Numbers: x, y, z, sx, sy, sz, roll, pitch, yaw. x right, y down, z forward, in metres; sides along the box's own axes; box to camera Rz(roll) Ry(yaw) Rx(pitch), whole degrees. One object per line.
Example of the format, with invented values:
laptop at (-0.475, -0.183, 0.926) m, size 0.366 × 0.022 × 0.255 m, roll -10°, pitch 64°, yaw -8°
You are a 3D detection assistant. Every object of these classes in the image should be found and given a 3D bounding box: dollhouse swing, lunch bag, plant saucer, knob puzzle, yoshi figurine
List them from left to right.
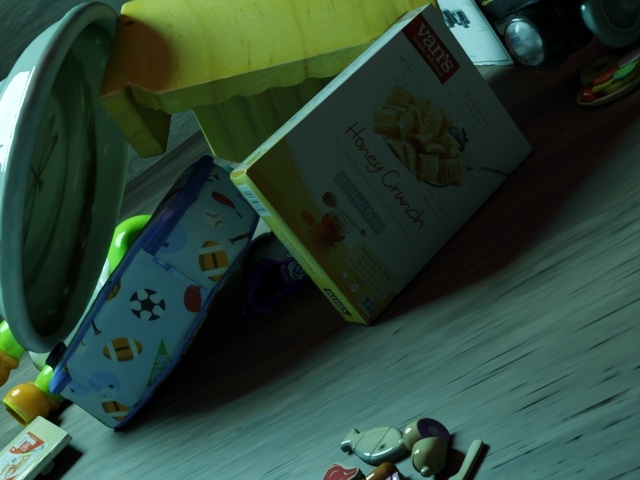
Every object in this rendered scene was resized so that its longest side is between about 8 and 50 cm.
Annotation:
knob puzzle at (-0.375, 0.294, 0.947) m, size 0.213 × 0.030 × 0.213 m, roll -35°, pitch 17°, yaw 12°
plant saucer at (-0.315, -0.076, 0.935) m, size 0.400 × 0.100 × 0.401 m, roll -169°, pitch 90°, yaw -88°
yoshi figurine at (-0.322, 0.082, 1.156) m, size 0.203 × 0.204 × 0.362 m, roll 10°, pitch 47°, yaw 49°
lunch bag at (-0.190, 0.054, 0.943) m, size 0.303 × 0.115 × 0.243 m, roll -50°, pitch 14°, yaw 20°
dollhouse swing at (-0.028, -0.154, 0.979) m, size 0.346 × 0.305 × 0.315 m, roll -12°, pitch 41°, yaw 5°

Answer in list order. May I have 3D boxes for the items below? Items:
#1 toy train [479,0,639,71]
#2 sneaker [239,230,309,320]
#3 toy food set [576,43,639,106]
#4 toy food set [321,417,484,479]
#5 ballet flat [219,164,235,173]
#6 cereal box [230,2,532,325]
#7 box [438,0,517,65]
toy train at (0.283, -0.309, 0.813) m, size 0.334 × 0.190 × 0.142 m, roll -38°, pitch 15°, yaw -22°
sneaker at (0.000, 0.000, 0.866) m, size 0.223 × 0.083 × 0.098 m, roll -44°, pitch 23°, yaw 24°
toy food set at (0.274, -0.155, 0.759) m, size 0.082 × 0.020 × 0.083 m, roll -21°, pitch 24°, yaw 47°
toy food set at (0.037, 0.137, 0.490) m, size 0.122 × 0.019 × 0.078 m, roll -19°, pitch 26°, yaw 50°
ballet flat at (-0.198, -0.065, 1.451) m, size 0.087 × 0.083 × 0.247 m, roll -49°, pitch 11°, yaw 18°
cereal box at (0.061, -0.069, 0.720) m, size 0.240 × 0.173 × 0.047 m, roll -45°, pitch 17°, yaw -19°
box at (0.178, -0.370, 1.068) m, size 0.087 × 0.290 × 0.169 m, roll -38°, pitch 14°, yaw -1°
